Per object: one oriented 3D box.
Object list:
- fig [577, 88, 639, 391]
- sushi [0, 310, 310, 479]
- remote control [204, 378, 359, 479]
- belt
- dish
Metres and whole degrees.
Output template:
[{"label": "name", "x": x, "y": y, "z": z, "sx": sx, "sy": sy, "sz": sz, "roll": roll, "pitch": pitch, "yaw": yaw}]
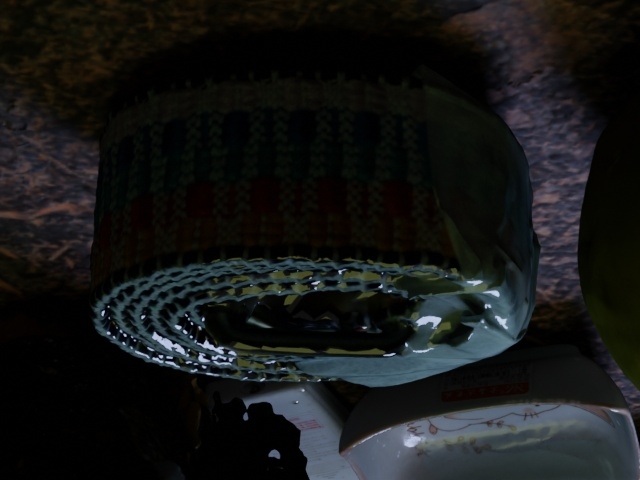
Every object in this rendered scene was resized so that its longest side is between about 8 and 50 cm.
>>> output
[{"label": "fig", "x": 0.255, "y": 0.026, "z": 0.937, "sx": 0.233, "sy": 0.233, "sz": 0.314, "roll": -4, "pitch": 144, "yaw": 3}, {"label": "sushi", "x": -0.115, "y": 0.195, "z": 1.198, "sx": 0.234, "sy": 0.208, "sz": 0.348, "roll": -24, "pitch": 137, "yaw": 11}, {"label": "remote control", "x": -0.013, "y": 0.152, "z": 1.320, "sx": 0.087, "sy": 0.029, "sz": 0.190, "roll": -14, "pitch": 144, "yaw": 19}, {"label": "belt", "x": 0.000, "y": 0.000, "z": 0.952, "sx": 0.257, "sy": 0.150, "sz": 0.207, "roll": 3, "pitch": 157, "yaw": -7}, {"label": "dish", "x": 0.127, "y": 0.137, "z": 1.262, "sx": 0.212, "sy": 0.077, "sz": 0.151, "roll": -10, "pitch": 147, "yaw": 12}]
